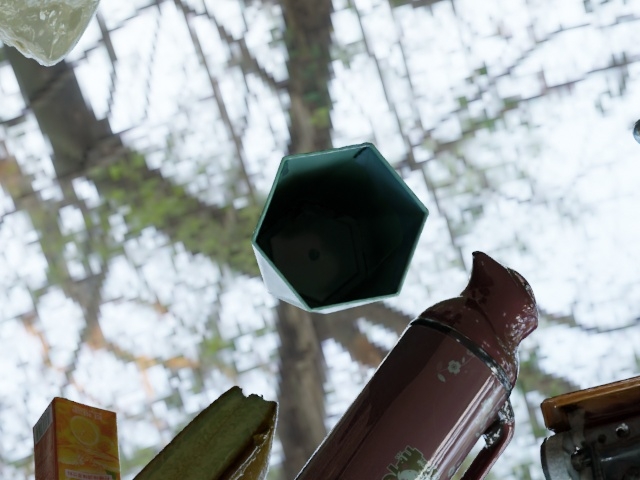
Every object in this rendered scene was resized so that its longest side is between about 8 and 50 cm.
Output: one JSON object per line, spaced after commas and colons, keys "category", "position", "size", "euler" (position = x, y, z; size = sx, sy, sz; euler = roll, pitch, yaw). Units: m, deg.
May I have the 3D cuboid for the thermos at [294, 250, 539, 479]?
{"category": "thermos", "position": [0.091, 0.163, 1.605], "size": [0.330, 0.136, 0.109], "euler": [-52, 178, -20]}

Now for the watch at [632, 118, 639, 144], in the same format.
{"category": "watch", "position": [0.488, -0.169, 2.291], "size": [0.211, 0.211, 0.193], "euler": [-6, -174, 23]}

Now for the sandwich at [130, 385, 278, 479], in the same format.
{"category": "sandwich", "position": [-0.123, 0.242, 1.712], "size": [0.090, 0.088, 0.244], "euler": [22, -128, 29]}

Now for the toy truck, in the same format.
{"category": "toy truck", "position": [0.366, 0.338, 1.934], "size": [0.173, 0.388, 0.207], "euler": [-17, 166, 25]}

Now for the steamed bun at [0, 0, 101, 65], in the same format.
{"category": "steamed bun", "position": [-0.327, -0.351, 1.887], "size": [0.203, 0.276, 0.289], "euler": [-44, -128, 3]}

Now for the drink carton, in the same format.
{"category": "drink carton", "position": [-0.307, 0.313, 2.378], "size": [0.071, 0.096, 0.223], "euler": [-51, -147, 34]}

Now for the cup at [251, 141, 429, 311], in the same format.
{"category": "cup", "position": [0.000, 0.000, 1.647], "size": [0.134, 0.148, 0.235], "euler": [-37, 180, -10]}
